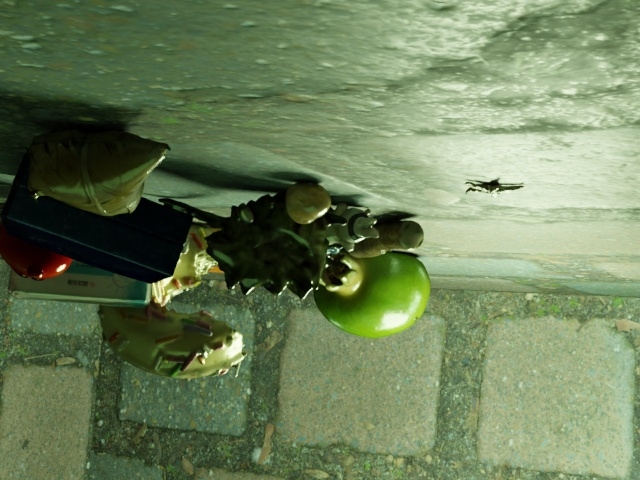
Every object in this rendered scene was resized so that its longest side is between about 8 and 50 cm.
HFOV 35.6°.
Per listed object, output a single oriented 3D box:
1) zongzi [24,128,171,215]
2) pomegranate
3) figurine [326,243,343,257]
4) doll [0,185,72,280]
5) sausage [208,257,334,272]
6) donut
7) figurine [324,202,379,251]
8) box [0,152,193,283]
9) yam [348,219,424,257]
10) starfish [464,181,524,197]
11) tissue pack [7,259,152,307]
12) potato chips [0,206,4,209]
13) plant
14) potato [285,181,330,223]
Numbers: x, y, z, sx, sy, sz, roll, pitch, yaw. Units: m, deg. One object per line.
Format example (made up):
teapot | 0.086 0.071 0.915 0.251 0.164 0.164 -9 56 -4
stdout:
zongzi | -0.244 -0.087 1.262 0.197 0.099 0.194 -5 172 17
pomegranate | 0.105 0.135 2.516 0.310 0.216 0.358 5 174 32
figurine | 0.000 0.000 2.036 0.087 0.086 0.149 -41 -170 -35
doll | -0.494 -0.004 1.750 0.183 0.217 0.085 9 132 -32
sausage | -0.123 0.040 2.367 0.312 0.093 0.093 3 174 5
donut | -0.318 0.117 2.119 0.307 0.371 0.150 -2 144 -9
figurine | 0.050 -0.036 1.707 0.146 0.081 0.098 -5 -147 32
box | -0.356 -0.023 1.573 0.261 0.116 0.279 22 169 -13
yam | 0.122 -0.002 1.925 0.066 0.066 0.300 6 174 -15
starfish | 0.247 -0.072 1.412 0.092 0.016 0.086 -2 174 30
tissue pack | -0.462 0.027 1.964 0.271 0.201 0.124 5 165 -8
potato chips | -0.604 -0.054 2.145 0.142 0.026 0.209 3 174 36
plant | -0.110 -0.038 1.693 0.251 0.180 0.333 17 -163 -29
potato | -0.020 -0.056 1.513 0.068 0.062 0.083 27 136 6
